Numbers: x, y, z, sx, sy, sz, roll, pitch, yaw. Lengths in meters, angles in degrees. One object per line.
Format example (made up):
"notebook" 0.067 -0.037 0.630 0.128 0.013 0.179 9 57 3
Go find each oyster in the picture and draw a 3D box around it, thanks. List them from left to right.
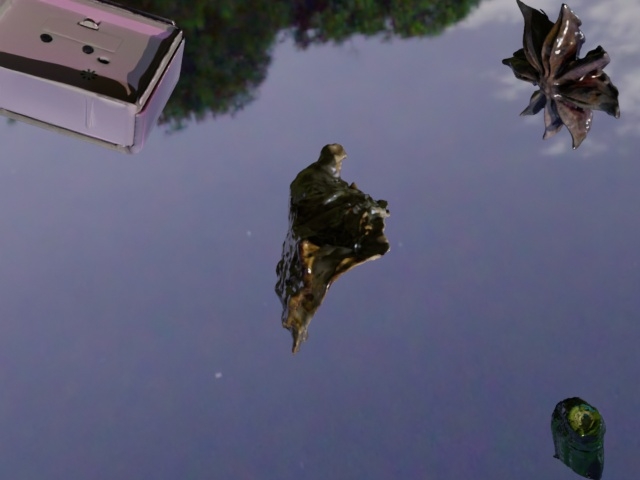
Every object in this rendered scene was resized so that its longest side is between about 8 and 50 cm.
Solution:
"oyster" -0.012 0.017 1.182 0.111 0.204 0.396 27 -163 -11

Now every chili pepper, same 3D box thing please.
"chili pepper" 0.395 0.301 1.505 0.061 0.224 0.098 -43 -121 -13

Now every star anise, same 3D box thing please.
"star anise" 0.286 -0.203 1.170 0.061 0.180 0.204 -22 -164 -18

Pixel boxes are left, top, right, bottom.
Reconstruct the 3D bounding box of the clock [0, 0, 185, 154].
"clock" -0.248 -0.177 0.987 0.194 0.073 0.144 18 -131 1
